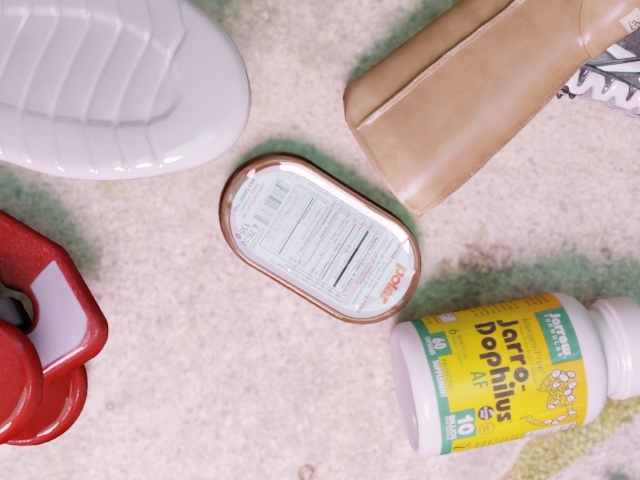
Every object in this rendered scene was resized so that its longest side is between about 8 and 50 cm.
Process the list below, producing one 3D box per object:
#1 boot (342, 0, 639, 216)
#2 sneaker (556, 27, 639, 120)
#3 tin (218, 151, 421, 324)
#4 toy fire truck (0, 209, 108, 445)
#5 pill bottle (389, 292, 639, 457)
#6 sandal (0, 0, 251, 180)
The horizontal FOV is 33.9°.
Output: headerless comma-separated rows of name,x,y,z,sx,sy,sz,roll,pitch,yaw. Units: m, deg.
boot,0.121,-0.190,0.858,0.269,0.089,0.236,-38,59,17
sneaker,0.278,-0.154,0.897,0.234,0.078,0.106,15,98,-6
tin,0.000,0.000,0.907,0.189,0.040,0.106,31,97,-10
toy fire truck,-0.338,0.079,0.825,0.302,0.169,0.254,-33,81,-3
pill bottle,0.172,0.109,0.900,0.208,0.117,0.118,-10,99,-5
sandal,-0.255,-0.132,0.833,0.416,0.102,0.170,5,82,5
